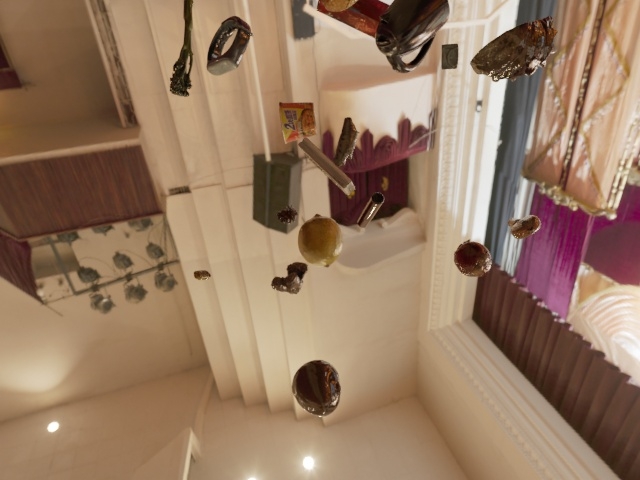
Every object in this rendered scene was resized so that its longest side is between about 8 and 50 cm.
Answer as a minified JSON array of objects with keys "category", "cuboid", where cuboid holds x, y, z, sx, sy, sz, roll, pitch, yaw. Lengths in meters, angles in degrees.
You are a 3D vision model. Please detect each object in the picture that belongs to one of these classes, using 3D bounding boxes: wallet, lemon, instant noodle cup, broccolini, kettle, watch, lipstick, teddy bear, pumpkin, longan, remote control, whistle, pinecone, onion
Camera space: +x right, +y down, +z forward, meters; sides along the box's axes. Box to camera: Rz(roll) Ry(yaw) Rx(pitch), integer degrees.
[{"category":"wallet","cuboid":[0.684,-0.970,2.279,0.088,0.129,0.026,5,-136,20]},{"category":"lemon","cuboid":[0.000,0.001,2.281,0.266,0.268,0.267,-4,-149,2]},{"category":"instant noodle cup","cuboid":[-0.109,-0.605,2.175,0.174,0.214,0.213,-7,-149,2]},{"category":"broccolini","cuboid":[-0.479,-0.702,1.495,0.078,0.393,0.074,1,-173,-21]},{"category":"kettle","cuboid":[0.349,-0.816,1.692,0.290,0.268,0.207,-48,-142,-12]},{"category":"watch","cuboid":[-0.306,-0.657,1.442,0.068,0.193,0.206,21,166,-41]},{"category":"lipstick","cuboid":[0.218,-0.129,1.910,0.057,0.357,0.058,1,-105,-5]},{"category":"teddy bear","cuboid":[-0.135,0.185,2.008,0.181,0.129,0.251,-14,-165,21]},{"category":"pumpkin","cuboid":[0.587,-0.553,1.281,0.253,0.131,0.149,-25,179,26]},{"category":"longan","cuboid":[-0.012,0.510,1.491,0.189,0.189,0.189,-4,-149,2]},{"category":"remote control","cuboid":[0.024,-0.300,1.756,0.055,0.103,0.277,-45,-106,3]},{"category":"whistle","cuboid":[0.759,-0.058,1.628,0.107,0.057,0.220,-39,-178,12]},{"category":"pinecone","cuboid":[-0.177,-0.135,2.289,0.109,0.102,0.102,-16,-147,-17]},{"category":"onion","cuboid":[0.729,0.082,2.030,0.183,0.147,0.184,4,-107,-12]}]

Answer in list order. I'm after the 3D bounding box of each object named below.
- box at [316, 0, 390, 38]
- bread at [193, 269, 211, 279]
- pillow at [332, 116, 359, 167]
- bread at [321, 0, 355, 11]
[{"category":"box","cuboid":[0.161,-1.096,2.031,0.313,0.089,0.198,26,-126,2]},{"category":"bread","cuboid":[-0.519,0.149,1.890,0.049,0.034,0.088,47,-163,21]},{"category":"pillow","cuboid":[0.126,-0.451,2.013,0.093,0.241,0.051,14,-177,-18]},{"category":"bread","cuboid":[0.080,-0.680,1.061,0.240,0.139,0.240,-43,-161,19]}]
